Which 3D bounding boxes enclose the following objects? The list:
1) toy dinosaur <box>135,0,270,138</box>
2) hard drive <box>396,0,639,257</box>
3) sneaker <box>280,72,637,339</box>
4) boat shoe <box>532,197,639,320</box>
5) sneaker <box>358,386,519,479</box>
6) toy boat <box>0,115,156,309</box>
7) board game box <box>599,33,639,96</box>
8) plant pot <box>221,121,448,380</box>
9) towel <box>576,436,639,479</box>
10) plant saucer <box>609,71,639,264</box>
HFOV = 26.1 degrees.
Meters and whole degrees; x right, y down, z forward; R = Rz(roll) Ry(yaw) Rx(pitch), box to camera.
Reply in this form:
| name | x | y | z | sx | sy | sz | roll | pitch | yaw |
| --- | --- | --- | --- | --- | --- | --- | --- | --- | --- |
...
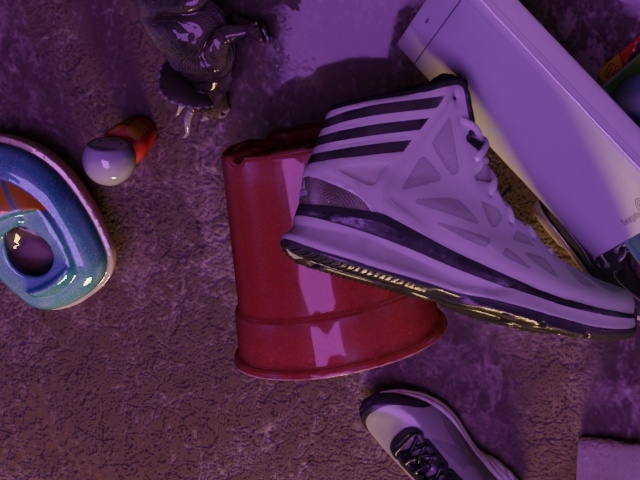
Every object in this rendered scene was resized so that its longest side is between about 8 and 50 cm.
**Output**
| name | x | y | z | sx | sy | sz | roll | pitch | yaw |
| --- | --- | --- | --- | --- | --- | --- | --- | --- | --- |
| toy dinosaur | -0.158 | -0.278 | 1.678 | 0.160 | 0.121 | 0.313 | -19 | 112 | 7 |
| hard drive | 0.244 | -0.144 | 1.560 | 0.047 | 0.233 | 0.353 | -43 | 88 | -17 |
| sneaker | 0.193 | -0.044 | 1.563 | 0.447 | 0.169 | 0.257 | 18 | 83 | -21 |
| boat shoe | 0.351 | 0.012 | 1.699 | 0.206 | 0.075 | 0.065 | 47 | 116 | -2 |
| sneaker | 0.164 | 0.302 | 1.860 | 0.271 | 0.108 | 0.100 | 40 | 119 | -4 |
| toy boat | -0.349 | -0.055 | 1.809 | 0.318 | 0.148 | 0.267 | -34 | 101 | 25 |
| board game box | 0.433 | -0.134 | 1.577 | 0.124 | 0.039 | 0.259 | -42 | 69 | 26 |
| plant pot | 0.000 | 0.000 | 1.694 | 0.272 | 0.272 | 0.265 | -7 | 104 | 17 |
| towel | 0.421 | 0.397 | 1.781 | 0.187 | 0.049 | 0.282 | 2 | 70 | 13 |
| plant saucer | 0.406 | -0.037 | 1.545 | 0.044 | 0.317 | 0.317 | -28 | 108 | -17 |
